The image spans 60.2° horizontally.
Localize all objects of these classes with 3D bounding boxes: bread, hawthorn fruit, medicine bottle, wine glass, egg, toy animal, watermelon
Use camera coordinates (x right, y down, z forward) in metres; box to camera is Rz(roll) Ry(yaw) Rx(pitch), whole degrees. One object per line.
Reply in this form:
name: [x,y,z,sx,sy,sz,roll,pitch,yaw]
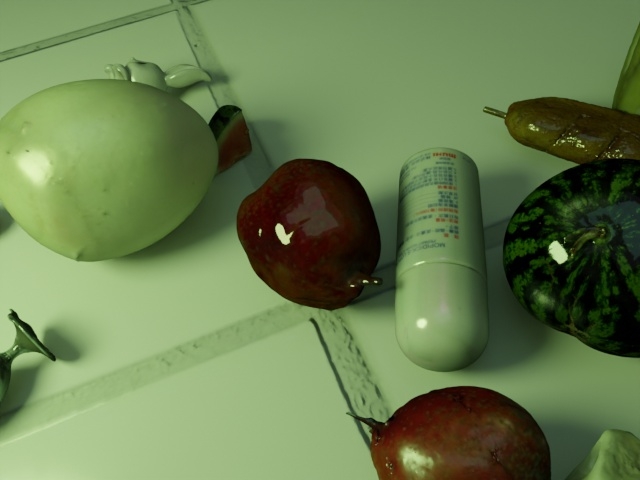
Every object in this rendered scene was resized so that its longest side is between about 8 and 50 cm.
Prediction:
bread: [0.452,-0.181,0.964,0.344,0.084,0.124,21,50,22]
hawthorn fruit: [0.000,0.000,0.801,0.208,0.208,0.248,-29,47,-15]
medicine bottle: [0.175,0.025,0.808,0.130,0.130,0.341,2,52,8]
wine glass: [-0.492,0.205,0.770,0.103,0.103,0.222,32,61,27]
egg: [-0.335,-0.119,0.887,0.345,0.283,0.283,-24,54,-18]
toy animal: [-0.349,-0.343,1.159,0.220,0.131,0.103,-36,15,-21]
hawthorn fruit: [0.139,0.244,0.624,0.235,0.181,0.181,18,57,20]
watermelon: [-0.169,-0.194,1.048,0.094,0.135,0.125,24,47,-21]
watermelon: [0.381,0.021,0.719,0.268,0.269,0.269,-3,52,4]

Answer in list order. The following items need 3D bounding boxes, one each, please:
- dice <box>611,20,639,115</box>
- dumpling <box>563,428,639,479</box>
dice: [0.654,-0.308,0.937,0.233,0.238,0.227,18,58,18]
dumpling: [0.317,0.337,0.565,0.179,0.131,0.252,33,73,4]
